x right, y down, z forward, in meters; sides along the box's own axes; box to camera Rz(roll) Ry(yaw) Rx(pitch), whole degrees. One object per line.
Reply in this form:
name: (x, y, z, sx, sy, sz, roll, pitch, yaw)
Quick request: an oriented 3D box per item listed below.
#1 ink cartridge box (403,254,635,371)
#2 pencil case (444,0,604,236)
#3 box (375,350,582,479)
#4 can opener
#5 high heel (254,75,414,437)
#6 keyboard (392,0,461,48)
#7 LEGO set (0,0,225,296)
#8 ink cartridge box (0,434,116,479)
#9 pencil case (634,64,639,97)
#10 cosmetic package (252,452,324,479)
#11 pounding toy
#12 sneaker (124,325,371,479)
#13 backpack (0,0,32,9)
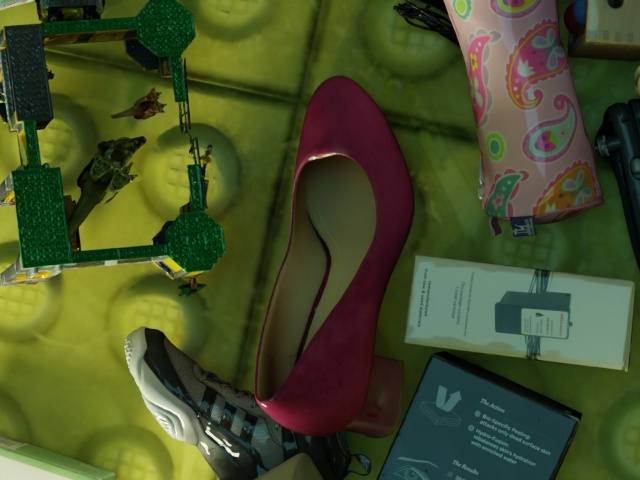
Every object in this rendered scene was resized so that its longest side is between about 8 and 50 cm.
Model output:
ink cartridge box: (0.195, 0.070, 1.634, 0.208, 0.153, 0.086, 7, 88, 10)
pencil case: (0.190, -0.150, 1.648, 0.124, 0.124, 0.284, -11, 94, 10)
box: (0.153, 0.210, 1.665, 0.156, 0.093, 0.158, 24, 93, 11)
can opener: (0.311, -0.046, 1.662, 0.073, 0.059, 0.186, -10, 87, 3)
high heel: (0.000, 0.000, 1.628, 0.127, 0.181, 0.377, -21, 66, 31)
keyboard: (0.118, -0.255, 1.727, 0.192, 0.038, 0.100, 26, 85, 2)
LEGO set: (-0.234, -0.086, 1.741, 0.255, 0.192, 0.331, -14, 87, -20)
ink cartridge box: (-0.325, 0.330, 1.771, 0.171, 0.056, 0.235, 16, 94, 12)
pencil case: (0.426, 0.004, 1.582, 0.160, 0.183, 0.410, -20, 86, 15)
cosmetic package: (0.003, 0.459, 1.605, 0.230, 0.161, 0.453, -32, 94, 8)
pounding toy: (0.271, -0.252, 1.656, 0.100, 0.130, 0.141, 3, 88, -1)
sneaker: (-0.067, 0.165, 1.709, 0.153, 0.101, 0.268, -40, 87, 6)
backpack: (-0.357, -0.296, 1.777, 0.182, 0.115, 0.152, -16, 73, 11)
